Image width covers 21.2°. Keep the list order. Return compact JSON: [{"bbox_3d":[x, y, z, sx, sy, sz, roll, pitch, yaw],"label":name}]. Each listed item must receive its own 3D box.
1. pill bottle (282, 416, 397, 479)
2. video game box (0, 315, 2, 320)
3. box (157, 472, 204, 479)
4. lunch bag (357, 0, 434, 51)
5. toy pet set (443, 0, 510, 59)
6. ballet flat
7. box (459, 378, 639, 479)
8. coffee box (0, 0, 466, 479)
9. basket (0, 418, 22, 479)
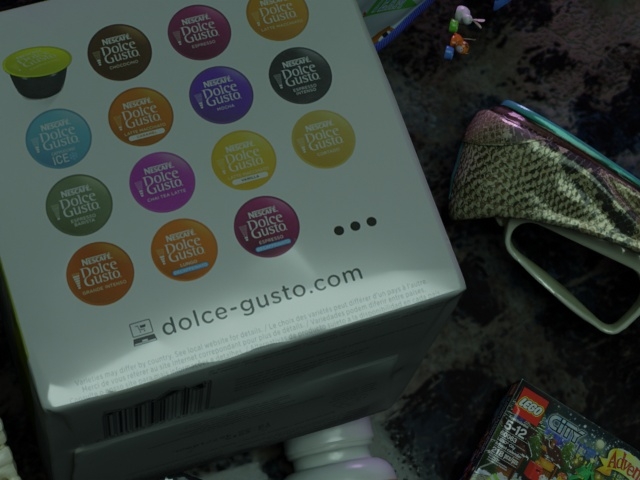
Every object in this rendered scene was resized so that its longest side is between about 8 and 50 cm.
[{"bbox_3d":[0.023,0.275,1.628,0.118,0.117,0.208,-8,78,-16],"label":"pill bottle"},{"bbox_3d":[-0.283,-0.018,1.660,0.205,0.048,0.187,34,73,-4],"label":"video game box"},{"bbox_3d":[-0.147,0.297,1.593,0.158,0.093,0.156,21,72,-9],"label":"box"},{"bbox_3d":[-0.049,-0.307,1.568,0.385,0.328,0.239,-14,69,5],"label":"lunch bag"},{"bbox_3d":[0.182,-0.259,1.808,0.065,0.122,0.114,14,31,9],"label":"toy pet set"},{"bbox_3d":[0.354,0.022,1.769,0.483,0.164,0.182,23,91,-1],"label":"ballet flat"},{"bbox_3d":[0.258,0.269,1.726,0.233,0.044,0.159,32,71,-5],"label":"box"},{"bbox_3d":[-0.115,-0.008,1.465,0.338,0.338,0.334,-15,72,-12],"label":"coffee box"},{"bbox_3d":[-0.447,0.144,1.419,0.328,0.331,0.266,-20,97,-19],"label":"basket"}]
